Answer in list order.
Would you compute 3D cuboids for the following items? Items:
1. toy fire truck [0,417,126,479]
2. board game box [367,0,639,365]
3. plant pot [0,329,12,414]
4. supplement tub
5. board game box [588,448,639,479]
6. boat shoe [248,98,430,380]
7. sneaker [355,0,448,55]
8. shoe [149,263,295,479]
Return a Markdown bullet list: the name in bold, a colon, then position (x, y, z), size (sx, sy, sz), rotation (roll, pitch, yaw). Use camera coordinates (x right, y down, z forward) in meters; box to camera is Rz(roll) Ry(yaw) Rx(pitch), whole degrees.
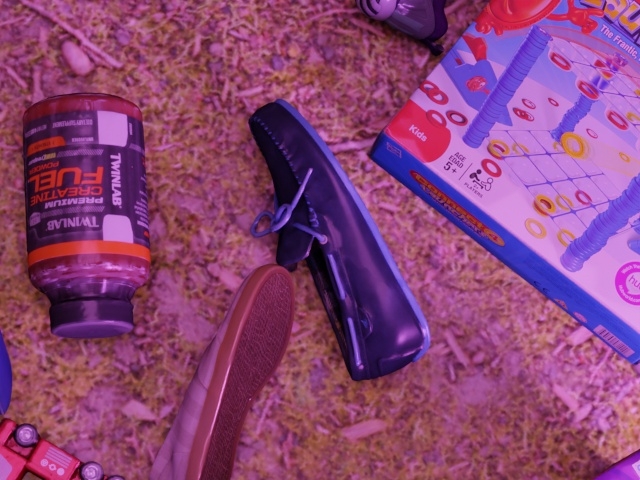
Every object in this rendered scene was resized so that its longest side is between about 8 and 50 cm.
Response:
- **toy fire truck**: position (-0.213, 0.247, 1.478), size (0.192, 0.047, 0.135), rotation (29, 75, 2)
- **board game box**: position (0.257, -0.103, 1.597), size (0.308, 0.086, 0.302), rotation (38, 75, 4)
- **plant pot**: position (-0.378, 0.097, 1.396), size (0.236, 0.236, 0.212), rotation (35, 68, 14)
- **supplement tub**: position (-0.197, -0.019, 1.516), size (0.106, 0.106, 0.197), rotation (-3, 76, -7)
- **board game box**: position (0.180, 0.301, 1.454), size (0.275, 0.142, 0.144), rotation (-30, 79, -11)
- **boat shoe**: position (0.000, 0.000, 1.535), size (0.089, 0.109, 0.258), rotation (-29, 79, -9)
- **sneaker**: position (0.120, -0.281, 1.644), size (0.098, 0.083, 0.223), rotation (33, 79, -19)
- **shoe**: position (-0.085, 0.119, 1.506), size (0.058, 0.076, 0.219), rotation (16, 82, 35)
